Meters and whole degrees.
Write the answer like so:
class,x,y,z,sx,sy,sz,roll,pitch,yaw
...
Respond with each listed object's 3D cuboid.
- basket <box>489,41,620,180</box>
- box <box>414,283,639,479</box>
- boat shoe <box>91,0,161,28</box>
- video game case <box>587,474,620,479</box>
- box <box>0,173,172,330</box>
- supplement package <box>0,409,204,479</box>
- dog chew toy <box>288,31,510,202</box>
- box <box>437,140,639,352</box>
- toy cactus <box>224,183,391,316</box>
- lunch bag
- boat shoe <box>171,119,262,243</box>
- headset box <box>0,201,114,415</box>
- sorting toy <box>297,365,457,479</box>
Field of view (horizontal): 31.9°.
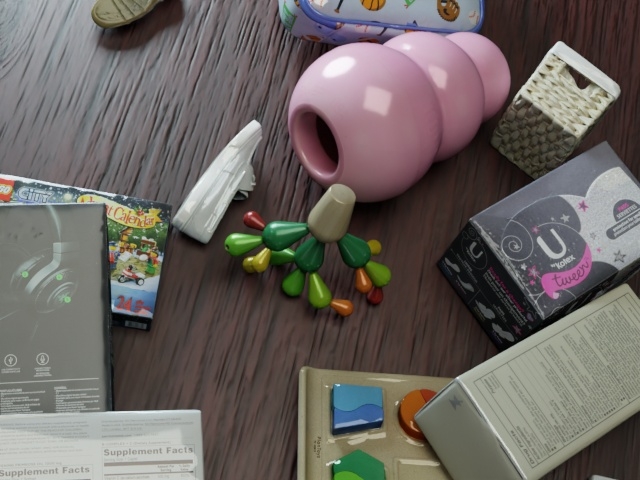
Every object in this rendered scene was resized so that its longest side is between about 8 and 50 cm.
class,x,y,z,sx,sy,sz,roll,pitch,yaw
basket,0.315,-0.170,1.536,0.113,0.167,0.103,40,68,8
box,0.282,0.185,1.348,0.311,0.121,0.148,-22,71,-33
boat shoe,-0.253,-0.339,1.561,0.153,0.048,0.056,-42,92,-20
video game case,0.414,0.390,1.367,0.190,0.022,0.173,14,63,-6
box,-0.309,0.013,1.372,0.233,0.044,0.159,10,63,-8
supplement package,-0.232,0.278,1.139,0.204,0.262,0.145,0,65,-12
dog chew toy,0.121,-0.182,1.485,0.332,0.206,0.206,-26,73,-31
box,0.309,0.010,1.459,0.247,0.142,0.163,-29,74,-23
toy cactus,0.000,0.000,1.383,0.219,0.180,0.112,21,42,-8
lunch bag,0.082,-0.395,1.587,0.303,0.115,0.243,5,81,-20
boat shoe,-0.119,-0.075,1.451,0.063,0.066,0.184,38,59,-9
headset box,-0.355,0.090,1.238,0.246,0.131,0.283,-3,78,-10
sorting toy,0.085,0.287,1.304,0.229,0.041,0.307,7,53,-10
